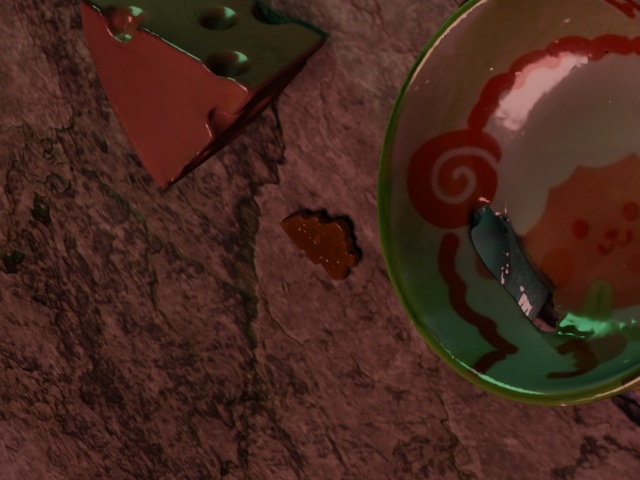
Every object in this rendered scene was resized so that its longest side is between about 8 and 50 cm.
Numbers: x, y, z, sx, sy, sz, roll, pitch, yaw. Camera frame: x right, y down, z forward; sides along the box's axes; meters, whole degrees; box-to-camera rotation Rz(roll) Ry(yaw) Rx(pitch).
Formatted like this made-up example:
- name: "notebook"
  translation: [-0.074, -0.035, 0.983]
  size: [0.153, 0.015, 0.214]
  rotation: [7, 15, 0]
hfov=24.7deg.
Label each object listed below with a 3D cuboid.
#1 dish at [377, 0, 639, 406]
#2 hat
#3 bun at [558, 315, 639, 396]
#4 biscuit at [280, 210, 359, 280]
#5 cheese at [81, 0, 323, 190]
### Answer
- name: "dish"
  translation: [0.204, -0.038, 1.097]
  size: [0.324, 0.124, 0.324]
  rotation: [-5, 83, 42]
- name: "hat"
  translation: [0.145, -0.009, 1.264]
  size: [0.138, 0.078, 0.191]
  rotation: [-33, 77, 49]
- name: "bun"
  translation: [0.262, 0.068, 1.176]
  size: [0.183, 0.102, 0.183]
  rotation: [30, 138, 32]
- name: "biscuit"
  translation: [0.000, 0.000, 1.451]
  size: [0.092, 0.016, 0.082]
  rotation: [27, 141, 27]
- name: "cheese"
  translation: [-0.130, -0.174, 1.345]
  size: [0.177, 0.128, 0.203]
  rotation: [49, 143, 0]
